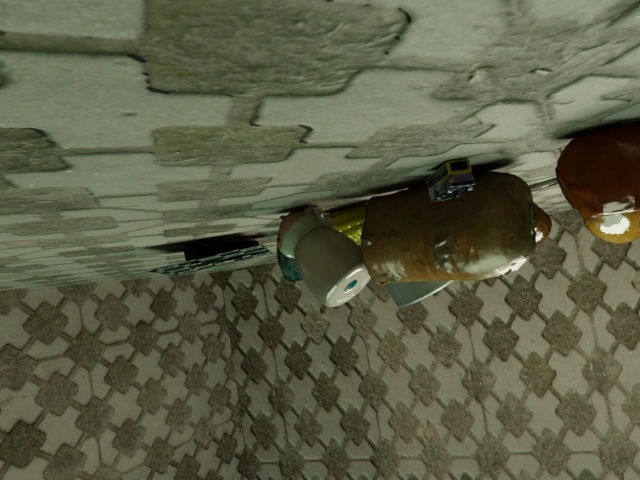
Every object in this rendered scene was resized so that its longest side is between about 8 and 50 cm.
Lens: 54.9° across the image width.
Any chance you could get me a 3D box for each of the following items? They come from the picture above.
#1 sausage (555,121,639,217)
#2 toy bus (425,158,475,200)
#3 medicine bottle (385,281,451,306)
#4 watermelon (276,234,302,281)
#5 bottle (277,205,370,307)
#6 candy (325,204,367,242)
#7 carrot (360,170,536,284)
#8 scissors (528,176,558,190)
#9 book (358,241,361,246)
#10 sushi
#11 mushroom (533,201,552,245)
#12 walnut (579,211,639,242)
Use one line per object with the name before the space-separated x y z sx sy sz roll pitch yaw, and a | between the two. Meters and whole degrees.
sausage | 0.525 -0.117 1.007 0.267 0.141 0.153 -6 177 -5
toy bus | 0.230 -0.107 1.103 0.052 0.058 0.102 -7 171 -13
medicine bottle | 0.290 0.058 1.958 0.237 0.232 0.238 -30 -179 1
watermelon | 0.000 0.000 1.953 0.318 0.148 0.226 -25 -169 14
bottle | -0.004 0.022 1.390 0.147 0.236 0.148 -33 154 -19
candy | 0.080 -0.039 1.516 0.106 0.094 0.199 -12 177 -37
carrot | 0.263 -0.025 1.276 0.340 0.224 0.224 -5 178 25
scissors | 0.513 -0.125 1.628 0.300 0.022 0.109 -17 -161 34
book | 0.284 -0.064 1.606 0.352 0.035 0.239 -17 -174 21
sushi | -0.334 0.036 1.915 0.342 0.064 0.359 -13 175 0
mushroom | 0.586 -0.040 1.854 0.231 0.138 0.194 25 120 -28
walnut | 0.851 -0.094 1.767 0.203 0.203 0.297 -11 172 30
